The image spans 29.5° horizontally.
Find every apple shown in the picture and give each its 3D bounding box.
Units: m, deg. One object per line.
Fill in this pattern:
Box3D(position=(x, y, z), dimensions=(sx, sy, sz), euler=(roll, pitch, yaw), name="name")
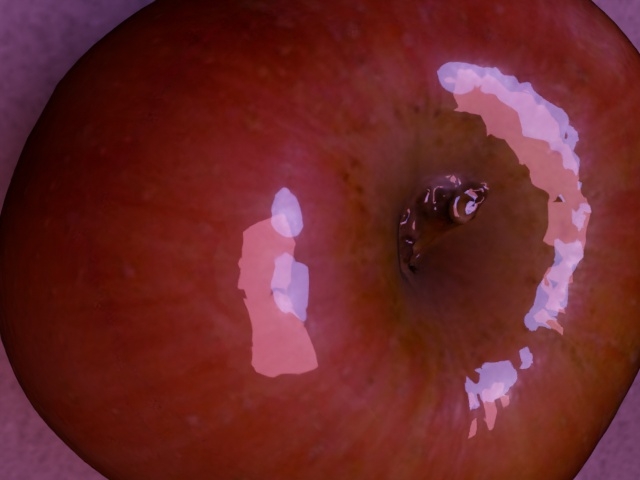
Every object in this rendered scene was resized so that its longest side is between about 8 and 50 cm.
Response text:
Box3D(position=(0.000, 0.000, 0.468), dimensions=(0.242, 0.241, 0.242), euler=(-1, 92, -22), name="apple")
